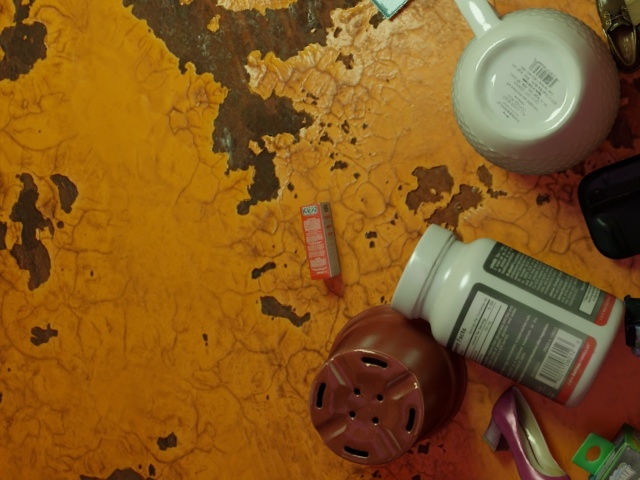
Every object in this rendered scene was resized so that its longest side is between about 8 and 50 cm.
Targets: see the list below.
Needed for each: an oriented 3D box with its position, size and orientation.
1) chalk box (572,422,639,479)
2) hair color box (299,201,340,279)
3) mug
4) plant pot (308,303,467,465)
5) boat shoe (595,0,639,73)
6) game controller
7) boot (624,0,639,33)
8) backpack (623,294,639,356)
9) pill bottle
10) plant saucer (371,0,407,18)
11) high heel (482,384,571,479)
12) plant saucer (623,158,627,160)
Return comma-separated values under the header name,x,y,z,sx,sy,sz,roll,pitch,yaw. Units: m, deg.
name,x,y,z,sx,sy,sz,roll,pitch,yaw
chalk box,0.548,0.417,1.813,0.213,0.132,0.132,34,104,11
hair color box,0.000,0.000,1.957,0.043,0.072,0.141,-8,92,16
mug,0.323,-0.284,1.706,0.276,0.328,0.374,-34,85,16
plant pot,0.109,0.265,1.851,0.272,0.265,0.273,1,95,16
boat shoe,0.515,-0.376,1.783,0.064,0.060,0.178,-15,91,16
game controller,0.610,-0.083,1.779,0.319,0.067,0.167,-20,107,12
boot,0.595,-0.345,1.656,0.090,0.248,0.207,-39,102,-5
backpack,0.585,0.150,1.794,0.114,0.105,0.084,-3,117,15
pill bottle,0.322,0.122,1.807,0.362,0.210,0.210,26,102,12
plant saucer,0.173,-0.492,1.891,0.192,0.018,0.067,-42,83,14
high heel,0.392,0.367,1.836,0.244,0.082,0.117,44,119,48
plant saucer,0.550,-0.103,1.822,0.083,0.015,0.084,1,95,15
